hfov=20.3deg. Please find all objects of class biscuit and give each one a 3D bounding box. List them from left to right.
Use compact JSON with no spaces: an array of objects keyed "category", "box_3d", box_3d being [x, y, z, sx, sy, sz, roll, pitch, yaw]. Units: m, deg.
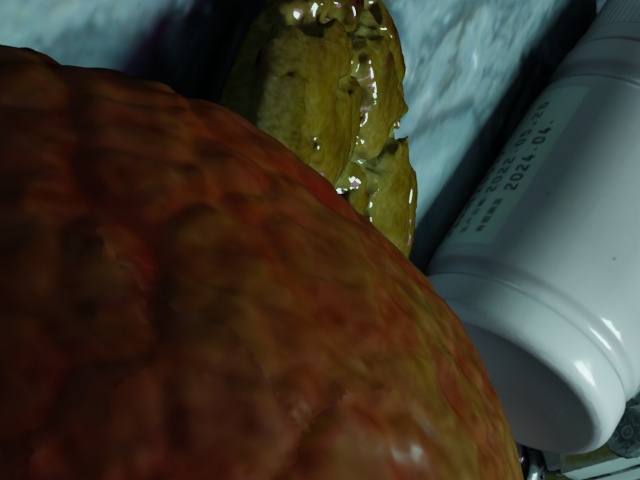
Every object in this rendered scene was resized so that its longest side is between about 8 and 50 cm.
[{"category":"biscuit","box_3d":[0.000,0.000,0.715,0.226,0.042,0.226,5,90,-74]}]

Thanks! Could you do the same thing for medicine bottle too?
[{"category":"medicine bottle","box_3d":[0.155,-0.017,0.978,0.250,0.133,0.133,-56,153,-23]}]

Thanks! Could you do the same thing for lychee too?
[{"category":"lychee","box_3d":[-0.056,0.096,0.504,0.255,0.300,0.255,-36,-172,6]}]

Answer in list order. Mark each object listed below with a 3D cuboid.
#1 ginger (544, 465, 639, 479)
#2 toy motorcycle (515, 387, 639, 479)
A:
[{"category":"ginger","box_3d":[0.184,0.234,1.210,0.256,0.176,0.375,-64,161,-48]},{"category":"toy motorcycle","box_3d":[0.167,0.074,1.050,0.074,0.228,0.151,27,45,-43]}]
